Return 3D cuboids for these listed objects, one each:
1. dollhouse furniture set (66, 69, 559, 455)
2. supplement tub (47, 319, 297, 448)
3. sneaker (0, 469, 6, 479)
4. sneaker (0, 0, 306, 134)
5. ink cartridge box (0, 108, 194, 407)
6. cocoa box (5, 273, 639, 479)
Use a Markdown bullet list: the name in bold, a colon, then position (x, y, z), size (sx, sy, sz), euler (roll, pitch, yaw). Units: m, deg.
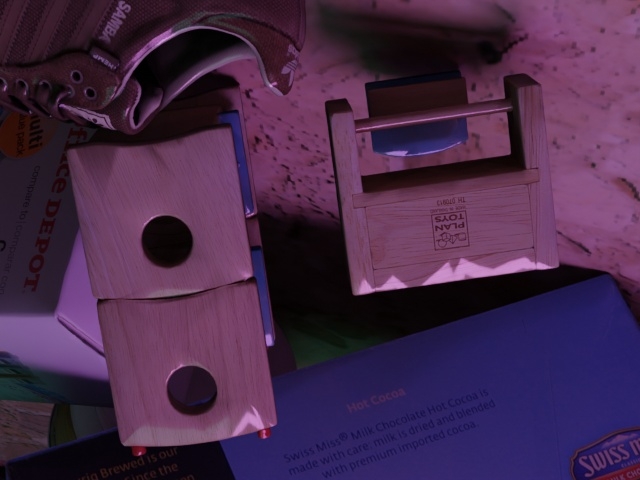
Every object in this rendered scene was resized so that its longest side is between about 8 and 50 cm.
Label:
- **dollhouse furniture set**: position (0.000, 0.000, 0.639), size (0.184, 0.129, 0.129), euler (-8, -167, 0)
- **supplement tub**: position (-0.098, 0.114, 0.969), size (0.144, 0.144, 0.199), euler (17, 157, -10)
- **sneaker**: position (-0.288, 0.295, 1.548), size (0.153, 0.101, 0.268), euler (19, 159, -21)
- **sneaker**: position (-0.097, -0.072, 0.560), size (0.188, 0.071, 0.066), euler (-13, 168, 16)
- **ink cartridge box**: position (-0.157, 0.006, 0.767), size (0.176, 0.128, 0.127), euler (0, 154, 25)
- **cocoa box**: position (0.027, 0.202, 0.790), size (0.347, 0.228, 0.231), euler (-16, 154, -19)
